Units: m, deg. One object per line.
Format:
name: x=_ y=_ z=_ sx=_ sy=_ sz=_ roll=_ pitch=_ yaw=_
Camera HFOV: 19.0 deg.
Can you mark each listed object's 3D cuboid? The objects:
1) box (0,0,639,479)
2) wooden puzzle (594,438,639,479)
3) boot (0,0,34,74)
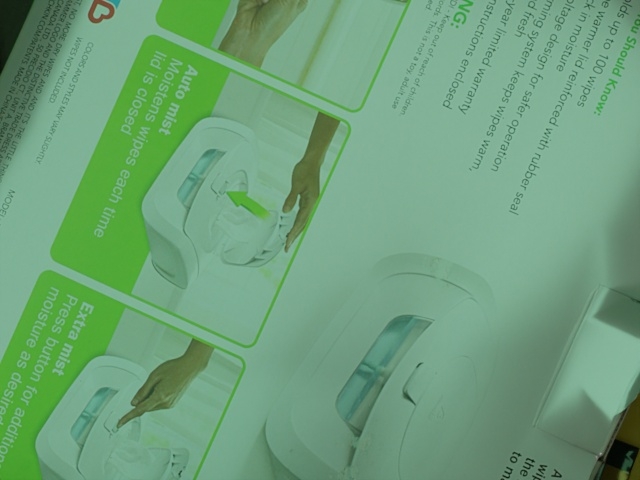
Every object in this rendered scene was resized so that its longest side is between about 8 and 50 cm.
box: x=0.000 y=0.000 z=0.656 sx=0.231 sy=0.127 sz=0.262 roll=23 pitch=90 yaw=1
wooden puzzle: x=0.089 y=0.093 z=0.718 sx=0.083 sy=0.006 sz=0.049 roll=20 pitch=88 yaw=17
boot: x=-0.064 y=-0.130 z=0.755 sx=0.189 sy=0.076 sz=0.209 roll=-24 pitch=70 yaw=24
